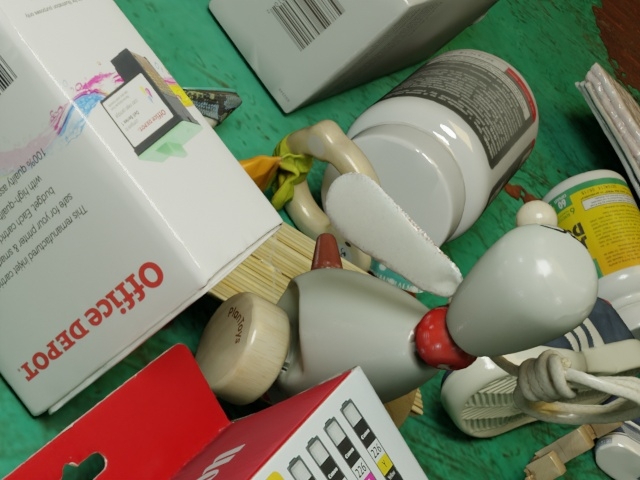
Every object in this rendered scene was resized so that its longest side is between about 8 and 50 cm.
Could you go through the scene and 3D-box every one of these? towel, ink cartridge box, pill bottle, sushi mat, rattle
[{"bbox_3d":[0.486,-0.081,1.784,0.331,0.053,0.317,63,19,16],"label":"towel"},{"bbox_3d":[-0.193,-0.050,0.862,0.278,0.201,0.117,52,34,-1],"label":"ink cartridge box"},{"bbox_3d":[0.116,-0.090,1.310,0.161,0.161,0.283,51,33,-2],"label":"pill bottle"},{"bbox_3d":[-0.052,0.213,0.735,0.272,0.130,0.309,59,33,-6],"label":"ink cartridge box"},{"bbox_3d":[0.353,0.028,1.526,0.118,0.117,0.208,14,50,-44],"label":"pill bottle"},{"bbox_3d":[-0.040,0.026,1.055,0.316,0.019,0.151,32,33,-22],"label":"sushi mat"},{"bbox_3d":[0.000,0.000,1.149,0.143,0.130,0.199,-33,101,-54],"label":"rattle"}]

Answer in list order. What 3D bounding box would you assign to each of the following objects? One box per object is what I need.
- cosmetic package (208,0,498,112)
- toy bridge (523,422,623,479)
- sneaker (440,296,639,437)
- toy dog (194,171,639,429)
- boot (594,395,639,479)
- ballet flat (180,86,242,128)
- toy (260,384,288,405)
[{"bbox_3d":[0.069,-0.282,1.400,0.155,0.197,0.365,54,32,3],"label":"cosmetic package"},{"bbox_3d":[0.247,0.214,1.275,0.188,0.063,0.026,-16,72,-56],"label":"toy bridge"},{"bbox_3d":[0.207,0.103,1.290,0.350,0.131,0.148,5,49,-55],"label":"sneaker"},{"bbox_3d":[0.061,0.035,0.899,0.220,0.334,0.161,39,50,-46],"label":"toy dog"},{"bbox_3d":[0.387,0.254,1.401,0.190,0.069,0.086,41,38,-14],"label":"boot"},{"bbox_3d":[-0.142,-0.110,1.119,0.188,0.070,0.070,0,60,-48],"label":"ballet flat"},{"bbox_3d":[-0.016,0.117,1.053,0.137,0.056,0.237,7,48,-48],"label":"toy"}]
